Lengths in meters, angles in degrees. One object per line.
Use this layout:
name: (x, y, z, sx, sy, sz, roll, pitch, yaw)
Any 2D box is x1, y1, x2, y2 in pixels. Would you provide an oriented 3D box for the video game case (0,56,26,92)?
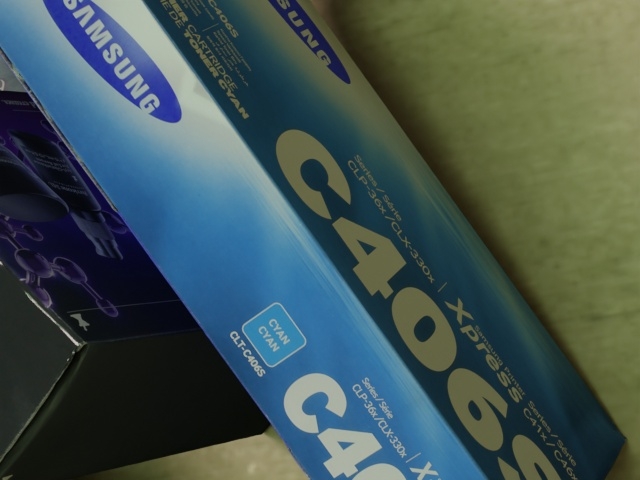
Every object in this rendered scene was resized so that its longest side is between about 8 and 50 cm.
video game case: (-0.263, -0.093, 1.055, 0.196, 0.274, 0.026, 44, 144, 20)

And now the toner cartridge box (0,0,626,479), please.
toner cartridge box: (0.000, 0.000, 0.915, 0.075, 0.165, 0.348, -35, 92, 24)

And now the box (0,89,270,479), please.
box: (-0.125, 0.017, 0.974, 0.184, 0.261, 0.103, 46, 111, 18)
